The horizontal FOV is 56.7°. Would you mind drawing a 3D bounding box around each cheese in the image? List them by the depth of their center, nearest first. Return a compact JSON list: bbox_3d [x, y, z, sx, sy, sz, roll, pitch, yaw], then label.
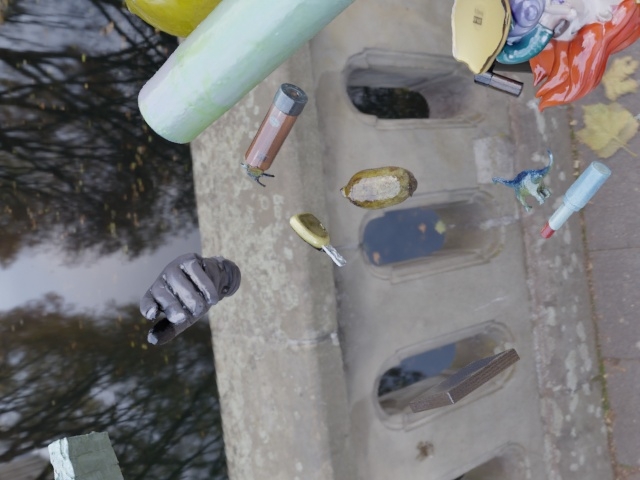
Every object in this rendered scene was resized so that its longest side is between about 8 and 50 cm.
[{"bbox_3d":[-0.001,0.000,1.388,0.162,0.086,0.036,49,119,17],"label":"cheese"}]

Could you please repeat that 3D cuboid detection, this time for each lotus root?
[{"bbox_3d":[0.172,-0.162,1.840,0.260,0.145,0.128,-2,99,34],"label":"lotus root"}]

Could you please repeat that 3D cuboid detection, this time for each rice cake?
[{"bbox_3d":[-0.427,0.416,1.098,0.211,0.038,0.124,76,169,-71],"label":"rice cake"}]

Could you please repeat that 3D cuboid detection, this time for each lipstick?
[{"bbox_3d":[-0.043,-0.186,0.498,0.304,0.076,0.076,-32,71,35],"label":"lipstick"},{"bbox_3d":[0.724,-0.108,1.712,0.068,0.061,0.274,-79,10,-45],"label":"lipstick"}]

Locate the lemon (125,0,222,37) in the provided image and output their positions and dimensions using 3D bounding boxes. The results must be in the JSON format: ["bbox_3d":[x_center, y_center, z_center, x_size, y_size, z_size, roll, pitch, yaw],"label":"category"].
[{"bbox_3d":[-0.140,-0.310,0.639,0.203,0.178,0.178,-31,71,23],"label":"lemon"}]

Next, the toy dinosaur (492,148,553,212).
[{"bbox_3d":[0.650,-0.172,1.841,0.147,0.076,0.363,52,170,0],"label":"toy dinosaur"}]

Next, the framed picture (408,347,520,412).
[{"bbox_3d":[0.251,0.246,1.038,0.023,0.168,0.128,62,149,10],"label":"framed picture"}]

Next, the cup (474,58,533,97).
[{"bbox_3d":[0.474,-0.491,1.503,0.177,0.239,0.166,4,134,10],"label":"cup"}]

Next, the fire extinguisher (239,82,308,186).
[{"bbox_3d":[-0.034,-0.073,0.432,0.083,0.028,0.022,-56,16,37],"label":"fire extinguisher"}]

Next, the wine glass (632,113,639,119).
[{"bbox_3d":[0.775,-0.125,1.144,0.238,0.238,0.323,-11,102,50],"label":"wine glass"}]

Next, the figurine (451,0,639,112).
[{"bbox_3d":[0.336,-0.301,0.853,0.181,0.257,0.208,132,135,-75],"label":"figurine"}]

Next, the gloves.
[{"bbox_3d":[-0.220,0.091,0.999,0.119,0.285,0.142,21,99,2],"label":"gloves"}]
